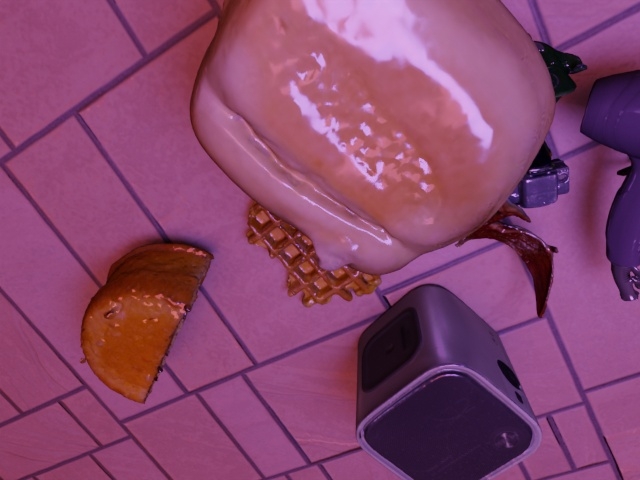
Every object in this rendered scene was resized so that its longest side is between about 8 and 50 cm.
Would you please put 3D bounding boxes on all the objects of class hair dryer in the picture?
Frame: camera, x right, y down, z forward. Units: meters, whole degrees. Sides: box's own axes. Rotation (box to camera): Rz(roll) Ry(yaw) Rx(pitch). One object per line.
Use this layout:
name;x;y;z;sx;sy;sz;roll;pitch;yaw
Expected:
hair dryer;0.502;-0.051;0.627;0.300;0.121;0.362;17;133;25

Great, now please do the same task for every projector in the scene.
projector;0.215;0.271;0.839;0.248;0.249;0.248;40;112;-12

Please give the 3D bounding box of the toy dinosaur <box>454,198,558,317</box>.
toy dinosaur;0.257;0.004;0.750;0.327;0.206;0.113;41;70;-31

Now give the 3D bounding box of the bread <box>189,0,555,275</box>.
bread;0.049;-0.177;0.549;0.376;0.253;0.348;34;126;-16

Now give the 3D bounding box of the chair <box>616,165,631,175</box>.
chair;0.582;-0.158;0.712;0.212;0.101;0.084;-20;116;-25

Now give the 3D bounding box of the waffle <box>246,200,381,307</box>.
waffle;-0.002;-0.009;0.846;0.281;0.058;0.301;-12;112;12

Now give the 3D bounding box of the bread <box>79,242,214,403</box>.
bread;-0.356;0.148;0.876;0.178;0.194;0.340;25;117;-13

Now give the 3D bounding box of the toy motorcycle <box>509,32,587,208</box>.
toy motorcycle;0.311;-0.170;0.669;0.124;0.187;0.275;-11;113;11
